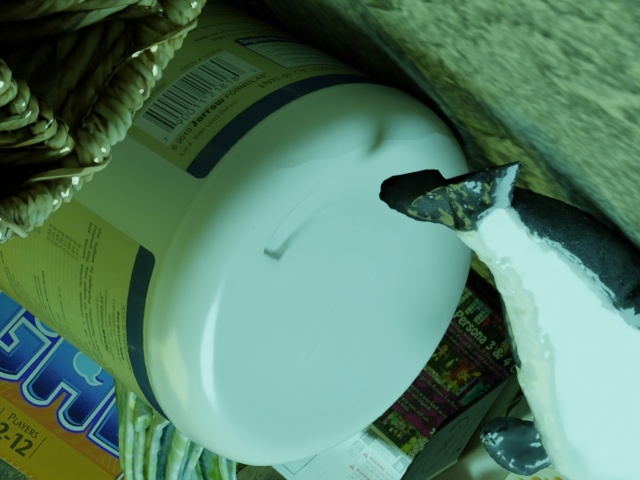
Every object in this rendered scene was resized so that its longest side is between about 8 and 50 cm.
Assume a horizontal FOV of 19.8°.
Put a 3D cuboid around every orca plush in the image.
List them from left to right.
[{"bbox_3d":[0.136,0.045,1.024,0.287,0.151,0.102,38,-155,-26],"label":"orca plush"}]

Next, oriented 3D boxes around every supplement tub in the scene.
[{"bbox_3d":[-0.087,-0.032,1.098,0.316,0.228,0.228,32,171,40],"label":"supplement tub"}]

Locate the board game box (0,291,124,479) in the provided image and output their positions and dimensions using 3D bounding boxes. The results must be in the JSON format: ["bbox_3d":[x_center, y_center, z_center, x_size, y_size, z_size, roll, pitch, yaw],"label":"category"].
[{"bbox_3d":[-0.288,0.025,1.923,0.356,0.356,0.356,43,171,-38],"label":"board game box"}]

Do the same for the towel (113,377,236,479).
[{"bbox_3d":[-0.133,0.052,1.403,0.320,0.090,0.374,93,166,-53],"label":"towel"}]

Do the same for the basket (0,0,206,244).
[{"bbox_3d":[-0.167,-0.115,0.702,0.223,0.213,0.299,-8,154,15],"label":"basket"}]

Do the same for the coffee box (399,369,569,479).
[{"bbox_3d":[0.164,0.165,1.275,0.141,0.098,0.246,40,148,-4],"label":"coffee box"}]

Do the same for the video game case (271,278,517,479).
[{"bbox_3d":[0.080,0.141,1.421,0.232,0.210,0.042,42,-168,-19],"label":"video game case"}]
